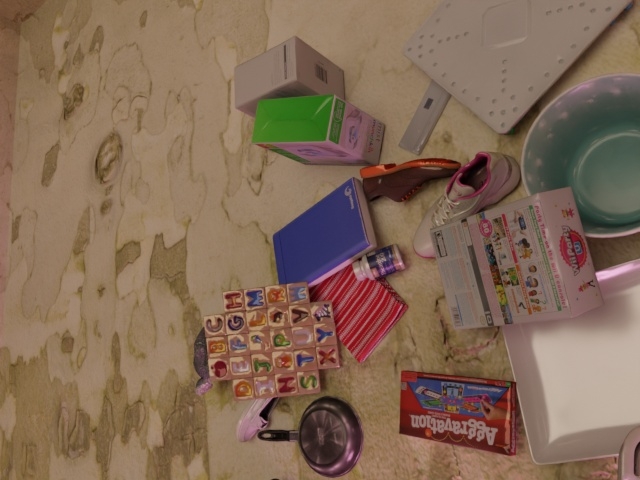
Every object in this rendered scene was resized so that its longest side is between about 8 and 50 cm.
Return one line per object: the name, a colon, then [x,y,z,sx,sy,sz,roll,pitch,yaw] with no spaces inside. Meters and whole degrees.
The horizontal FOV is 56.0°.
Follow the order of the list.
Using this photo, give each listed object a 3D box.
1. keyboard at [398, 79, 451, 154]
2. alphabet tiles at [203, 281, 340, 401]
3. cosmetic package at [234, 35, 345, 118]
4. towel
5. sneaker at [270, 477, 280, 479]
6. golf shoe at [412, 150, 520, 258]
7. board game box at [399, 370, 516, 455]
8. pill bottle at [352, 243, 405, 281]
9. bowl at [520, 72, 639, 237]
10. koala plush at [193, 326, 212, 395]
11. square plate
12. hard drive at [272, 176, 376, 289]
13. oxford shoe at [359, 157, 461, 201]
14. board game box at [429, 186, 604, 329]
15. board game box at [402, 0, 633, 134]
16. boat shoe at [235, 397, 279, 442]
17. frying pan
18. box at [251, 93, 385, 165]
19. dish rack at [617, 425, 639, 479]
keyboard: [0.281,-0.342,1.517,0.072,0.014,0.256,34,100,43]
alphabet tiles: [-0.129,0.260,1.553,0.342,0.011,0.285,-7,84,6]
cosmetic package: [-0.085,-0.423,1.683,0.224,0.224,0.138,-14,71,35]
towel: [0.077,0.148,1.544,0.199,0.031,0.275,-54,53,16]
sneaker: [-0.117,0.767,1.493,0.178,0.123,0.296,-35,61,16]
golf shoe: [0.303,-0.085,1.356,0.306,0.140,0.115,-50,56,19]
board game box: [0.288,0.365,1.298,0.281,0.027,0.145,-7,78,46]
pill bottle: [0.142,0.057,1.470,0.120,0.067,0.067,-21,65,11]
bowl: [0.563,-0.143,1.150,0.311,0.163,0.312,-9,74,36]
koala plush: [-0.291,0.331,1.701,0.221,0.203,0.196,-36,47,49]
square plate: [0.539,0.232,1.151,0.347,0.049,0.344,-21,68,33]
hard drive: [0.000,0.000,1.599,0.318,0.040,0.210,-34,51,33]
oxford shoe: [0.222,-0.147,1.478,0.271,0.096,0.099,-3,97,42]
board game box: [0.363,0.045,1.167,0.303,0.097,0.224,-22,81,60]
board game box: [0.437,-0.491,1.395,0.390,0.050,0.390,-49,55,15]
boat shoe: [-0.166,0.478,1.639,0.063,0.066,0.184,31,89,39]
frying pan: [-0.033,0.477,1.543,0.326,0.053,0.197,15,88,36]
box: [-0.005,-0.285,1.583,0.261,0.231,0.127,7,84,38]
dish rack: [0.588,0.479,0.940,0.285,0.072,0.333,13,70,-2]
